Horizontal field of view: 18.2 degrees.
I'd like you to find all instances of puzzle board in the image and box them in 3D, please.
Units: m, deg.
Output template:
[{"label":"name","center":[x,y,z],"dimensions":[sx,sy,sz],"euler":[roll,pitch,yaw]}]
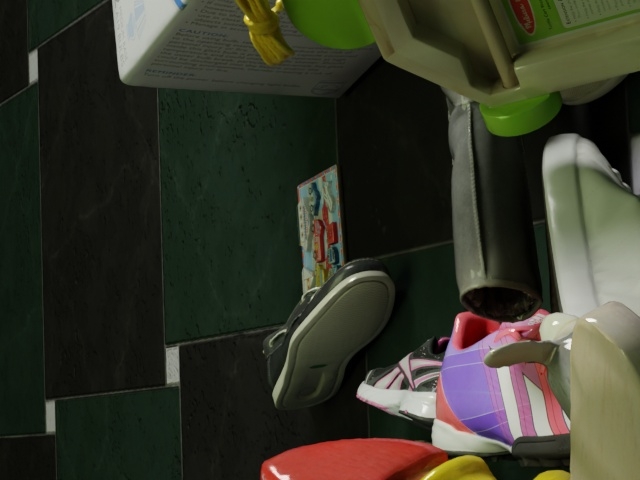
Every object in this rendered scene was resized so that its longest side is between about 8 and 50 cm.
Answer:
[{"label":"puzzle board","center":[0.000,0.000,1.907],"dimensions":[0.096,0.011,0.128],"euler":[155,114,-63]}]

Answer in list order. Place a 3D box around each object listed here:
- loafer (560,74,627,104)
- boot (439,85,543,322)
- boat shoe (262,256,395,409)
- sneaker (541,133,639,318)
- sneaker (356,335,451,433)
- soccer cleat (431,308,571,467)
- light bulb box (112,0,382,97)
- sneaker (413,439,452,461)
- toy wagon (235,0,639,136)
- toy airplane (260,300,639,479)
[{"label":"loafer","center":[0.194,-0.207,1.378],"dimensions":[0.102,0.092,0.268],"euler":[-112,33,-41]},{"label":"boot","center":[0.132,-0.044,1.446],"dimensions":[0.076,0.190,0.208],"euler":[-21,72,23]},{"label":"boat shoe","center":[0.000,0.073,1.816],"dimensions":[0.233,0.084,0.079],"euler":[122,141,-54]},{"label":"sneaker","center":[0.215,0.019,1.353],"dimensions":[0.290,0.123,0.106],"euler":[-91,-7,-56]},{"label":"sneaker","center":[0.092,0.117,1.653],"dimensions":[0.077,0.072,0.178],"euler":[-64,19,-7]},{"label":"soccer cleat","center":[0.168,0.103,1.420],"dimensions":[0.318,0.109,0.116],"euler":[168,103,-68]},{"label":"light bulb box","center":[-0.031,-0.354,1.724],"dimensions":[0.361,0.225,0.357],"euler":[140,127,-61]},{"label":"sneaker","center":[0.061,0.226,1.623],"dimensions":[0.297,0.129,0.111],"euler":[180,88,-67]},{"label":"toy wagon","center":[0.109,-0.196,1.292],"dimensions":[0.068,0.344,0.267],"euler":[-72,-37,-53]},{"label":"toy airplane","center":[0.174,0.226,1.174],"dimensions":[0.384,0.272,0.386],"euler":[51,143,-5]}]
